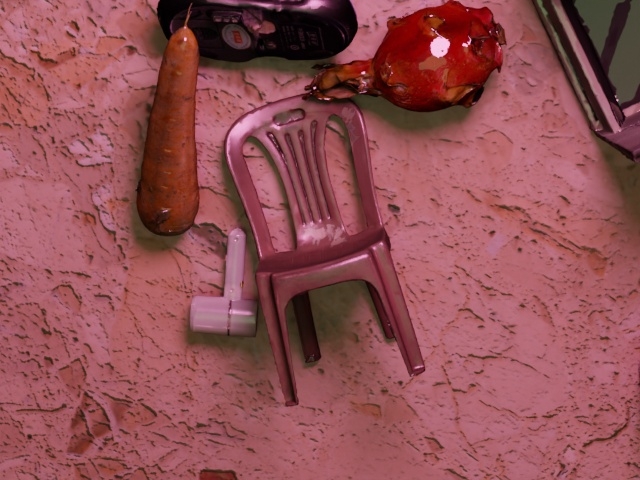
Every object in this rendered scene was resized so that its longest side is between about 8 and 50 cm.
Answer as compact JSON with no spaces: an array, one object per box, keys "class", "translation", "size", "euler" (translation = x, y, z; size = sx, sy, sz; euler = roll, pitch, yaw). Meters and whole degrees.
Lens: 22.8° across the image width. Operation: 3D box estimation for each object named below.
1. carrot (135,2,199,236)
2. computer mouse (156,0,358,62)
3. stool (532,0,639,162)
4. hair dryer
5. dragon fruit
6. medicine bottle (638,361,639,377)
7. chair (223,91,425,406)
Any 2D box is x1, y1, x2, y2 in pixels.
[{"class":"carrot","translation":[-0.171,-0.137,1.842],"size":[0.078,0.078,0.298],"euler":[8,123,-1]},{"class":"computer mouse","translation":[-0.071,-0.272,1.835],"size":[0.233,0.137,0.096],"euler":[3,71,4]},{"class":"stool","translation":[0.348,-0.244,1.759],"size":[0.170,0.269,0.243],"euler":[-27,100,5]},{"class":"hair dryer","translation":[-0.113,0.048,1.940],"size":[0.082,0.047,0.137],"euler":[6,95,1]},{"class":"dragon fruit","translation":[0.096,-0.203,1.857],"size":[0.246,0.125,0.125],"euler":[-9,111,11]},{"class":"medicine bottle","translation":[0.438,0.176,1.880],"size":[0.103,0.186,0.102],"euler":[0,100,0]},{"class":"chair","translation":[0.000,0.000,1.858],"size":[0.176,0.183,0.326],"euler":[-16,101,3]}]
